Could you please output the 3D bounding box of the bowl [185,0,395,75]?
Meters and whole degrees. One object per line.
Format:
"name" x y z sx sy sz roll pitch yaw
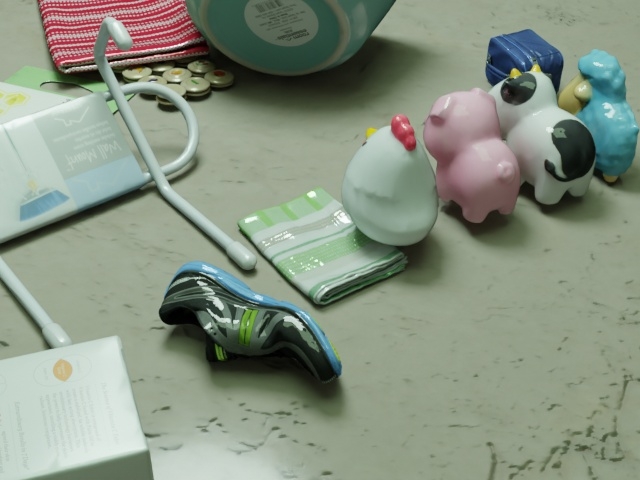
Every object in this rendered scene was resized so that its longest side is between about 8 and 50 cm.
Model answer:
"bowl" -0.044 -0.318 1.307 0.312 0.311 0.163 7 58 8

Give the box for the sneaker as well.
"sneaker" -0.063 0.084 0.957 0.188 0.067 0.078 24 65 23

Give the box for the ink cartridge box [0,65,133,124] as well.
"ink cartridge box" -0.344 -0.156 1.254 0.171 0.056 0.235 14 42 16

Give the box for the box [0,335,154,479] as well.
"box" -0.220 0.162 0.818 0.171 0.091 0.130 -11 39 -14

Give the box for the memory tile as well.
"memory tile" -0.190 -0.214 1.356 0.113 0.012 0.148 -26 44 -33

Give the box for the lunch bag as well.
"lunch bag" 0.244 -0.216 1.330 0.065 0.067 0.098 -16 40 -21

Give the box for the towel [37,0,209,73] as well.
"towel" -0.271 -0.301 1.444 0.199 0.031 0.275 -11 36 -14

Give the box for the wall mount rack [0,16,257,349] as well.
"wall mount rack" -0.239 -0.051 1.074 0.350 0.130 0.304 -25 83 -28

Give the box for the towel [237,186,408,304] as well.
"towel" 0.000 0.000 1.086 0.113 0.023 0.152 -22 43 -27

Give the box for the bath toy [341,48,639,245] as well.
"bath toy" 0.172 -0.105 1.122 0.348 0.129 0.151 -19 40 -28
